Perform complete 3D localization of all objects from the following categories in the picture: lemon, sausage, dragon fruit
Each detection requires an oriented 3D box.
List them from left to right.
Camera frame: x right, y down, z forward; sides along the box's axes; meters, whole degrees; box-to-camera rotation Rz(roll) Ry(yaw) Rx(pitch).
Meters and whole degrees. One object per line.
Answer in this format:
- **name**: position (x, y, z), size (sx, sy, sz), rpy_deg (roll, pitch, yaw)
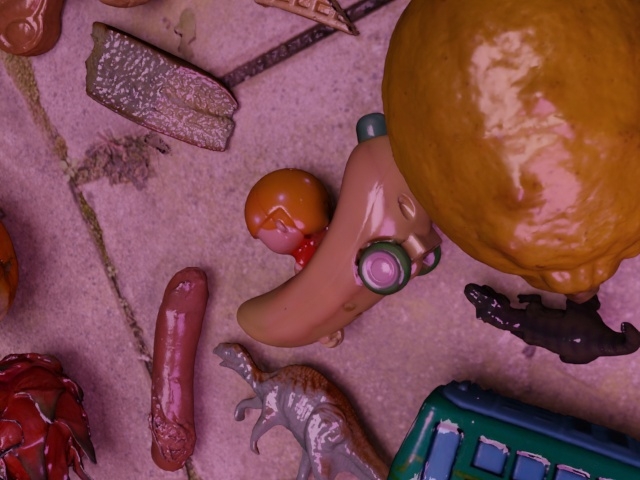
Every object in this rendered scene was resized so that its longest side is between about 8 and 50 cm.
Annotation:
- **dragon fruit**: position (-0.422, 0.285, 1.058), size (0.192, 0.193, 0.274), rpy_deg (-45, 53, 28)
- **sausage**: position (-0.200, 0.181, 1.016), size (0.078, 0.078, 0.305), rpy_deg (10, 102, 22)
- **lemon**: position (0.194, -0.119, 0.689), size (0.285, 0.285, 0.316), rpy_deg (20, 112, 19)

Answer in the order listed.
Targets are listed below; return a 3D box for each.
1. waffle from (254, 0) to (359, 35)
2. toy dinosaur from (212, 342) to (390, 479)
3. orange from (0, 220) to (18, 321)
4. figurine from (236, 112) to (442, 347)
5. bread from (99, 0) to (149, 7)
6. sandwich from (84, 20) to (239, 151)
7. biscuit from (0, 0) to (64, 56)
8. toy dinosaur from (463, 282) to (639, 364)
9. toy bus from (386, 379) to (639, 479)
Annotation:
- **waffle**: position (-0.009, -0.312, 0.875), size (0.152, 0.023, 0.098), rpy_deg (25, 109, 19)
- **toy dinosaur**: position (0.010, 0.275, 0.938), size (0.392, 0.092, 0.206), rpy_deg (17, 101, 23)
- **orange**: position (-0.562, 0.046, 1.064), size (0.239, 0.240, 0.240), rpy_deg (4, 101, 23)
- **figurine**: position (0.000, 0.000, 0.872), size (0.324, 0.124, 0.222), rpy_deg (-43, 81, 28)
- **bread**: position (-0.258, -0.387, 0.926), size (0.119, 0.084, 0.177), rpy_deg (-4, 101, -17)
- **sandwich**: position (-0.229, -0.208, 0.954), size (0.258, 0.096, 0.094), rpy_deg (29, 104, 14)
- **biscuit**: position (-0.445, -0.449, 1.025), size (0.312, 0.057, 0.352), rpy_deg (-29, 87, 26)
- **toy dinosaur**: position (0.233, 0.098, 0.754), size (0.187, 0.179, 0.087), rpy_deg (3, 99, 26)
- **toy bus**: position (0.240, 0.282, 0.773), size (0.343, 0.183, 0.200), rpy_deg (17, 87, 15)
